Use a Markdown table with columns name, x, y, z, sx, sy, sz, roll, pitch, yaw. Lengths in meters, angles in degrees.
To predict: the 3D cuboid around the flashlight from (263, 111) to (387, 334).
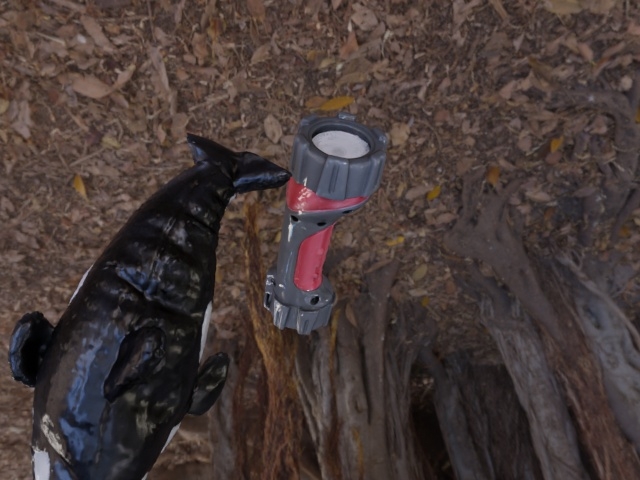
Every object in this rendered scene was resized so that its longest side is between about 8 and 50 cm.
| name | x | y | z | sx | sy | sz | roll | pitch | yaw |
| --- | --- | --- | --- | --- | --- | --- | --- | --- | --- |
| flashlight | 0.000 | 0.000 | 0.604 | 0.103 | 0.103 | 0.304 | -14 | 138 | -23 |

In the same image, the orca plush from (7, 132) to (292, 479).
| name | x | y | z | sx | sy | sz | roll | pitch | yaw |
| --- | --- | --- | --- | --- | --- | --- | --- | --- | --- |
| orca plush | -0.100 | 0.061 | 0.337 | 0.151 | 0.287 | 0.102 | 42 | 162 | -25 |
